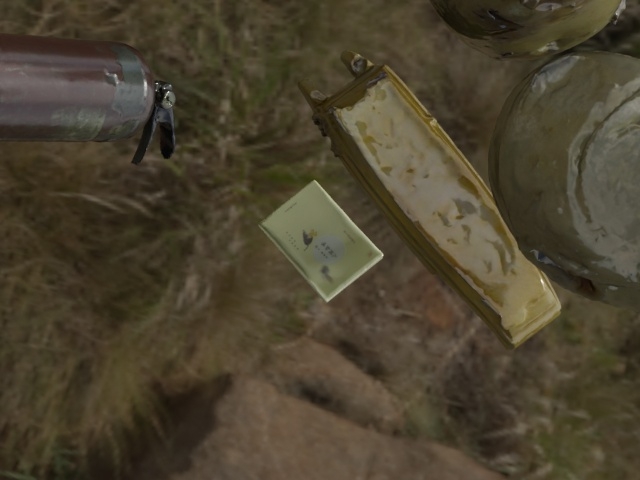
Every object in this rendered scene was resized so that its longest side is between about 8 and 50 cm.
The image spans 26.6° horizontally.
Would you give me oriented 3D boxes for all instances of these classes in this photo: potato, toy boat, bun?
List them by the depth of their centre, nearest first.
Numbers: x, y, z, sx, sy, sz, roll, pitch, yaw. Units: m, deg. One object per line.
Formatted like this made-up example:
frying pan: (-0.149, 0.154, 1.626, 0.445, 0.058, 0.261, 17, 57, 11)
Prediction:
bun: (0.171, -0.021, 0.774, 0.113, 0.173, 0.166, -54, 161, -15)
potato: (0.153, -0.224, 1.012, 0.262, 0.165, 0.165, 55, 53, -76)
toy boat: (0.097, -0.040, 1.208, 0.089, 0.115, 0.310, -40, 88, -9)

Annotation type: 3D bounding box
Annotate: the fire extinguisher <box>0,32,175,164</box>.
fire extinguisher: (-0.187, -0.091, 0.896, 0.267, 0.072, 0.089, -6, 112, -53)

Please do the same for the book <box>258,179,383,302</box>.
book: (0.000, 0.000, 1.378, 0.077, 0.111, 0.014, -39, 164, -11)
